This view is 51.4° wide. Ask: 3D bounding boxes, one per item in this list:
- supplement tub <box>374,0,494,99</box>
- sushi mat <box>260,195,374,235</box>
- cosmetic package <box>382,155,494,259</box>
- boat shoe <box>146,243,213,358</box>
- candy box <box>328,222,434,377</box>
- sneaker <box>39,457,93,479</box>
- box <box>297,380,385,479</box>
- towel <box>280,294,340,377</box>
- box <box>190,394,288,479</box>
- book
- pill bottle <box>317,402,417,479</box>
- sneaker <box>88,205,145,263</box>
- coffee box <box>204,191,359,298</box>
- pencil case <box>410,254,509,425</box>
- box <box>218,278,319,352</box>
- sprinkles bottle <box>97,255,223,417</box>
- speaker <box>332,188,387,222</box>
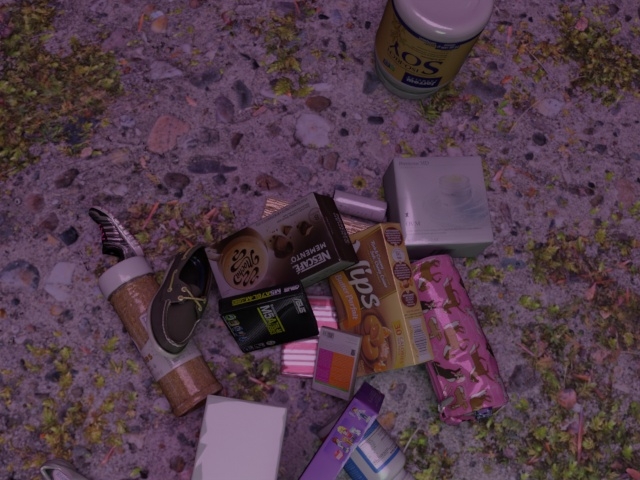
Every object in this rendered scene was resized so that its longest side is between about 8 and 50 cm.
[{"bbox_3d":[0.266,-0.521,1.655,0.240,0.331,0.241,2,73,-6],"label":"supplement tub"},{"bbox_3d":[0.000,0.000,1.630,0.316,0.019,0.152,16,71,-2],"label":"sushi mat"},{"bbox_3d":[0.282,-0.080,1.628,0.223,0.138,0.225,-3,72,-8],"label":"cosmetic package"},{"bbox_3d":[-0.294,0.120,1.436,0.109,0.091,0.305,38,28,-25],"label":"boat shoe"},{"bbox_3d":[0.125,0.136,1.504,0.087,0.182,0.317,0,73,-50],"label":"candy box"},{"bbox_3d":[-0.490,0.524,1.372,0.212,0.094,0.080,29,71,2],"label":"sneaker"},{"bbox_3d":[0.019,0.424,1.300,0.057,0.201,0.293,34,93,10],"label":"box"},{"bbox_3d":[-0.017,0.223,1.558,0.144,0.029,0.197,4,73,-3],"label":"towel"},{"bbox_3d":[-0.179,0.505,1.353,0.168,0.215,0.346,10,72,-3],"label":"box"},{"bbox_3d":[0.035,0.272,1.486,0.096,0.035,0.144,12,99,20],"label":"book"},{"bbox_3d":[0.106,0.468,1.448,0.124,0.124,0.221,-37,81,-16],"label":"pill bottle"},{"bbox_3d":[-0.489,-0.007,1.547,0.170,0.063,0.075,46,67,2],"label":"sneaker"},{"bbox_3d":[-0.087,0.034,1.488,0.297,0.119,0.168,-26,77,19],"label":"coffee box"},{"bbox_3d":[0.292,0.221,1.530,0.160,0.167,0.386,-24,75,21],"label":"pencil case"},{"bbox_3d":[-0.109,0.170,1.459,0.184,0.191,0.045,-12,53,4],"label":"box"},{"bbox_3d":[-0.354,0.209,1.469,0.121,0.121,0.356,-31,79,-15],"label":"sprinkles bottle"},{"bbox_3d":[0.095,-0.085,1.648,0.136,0.055,0.055,13,72,-2],"label":"speaker"}]
